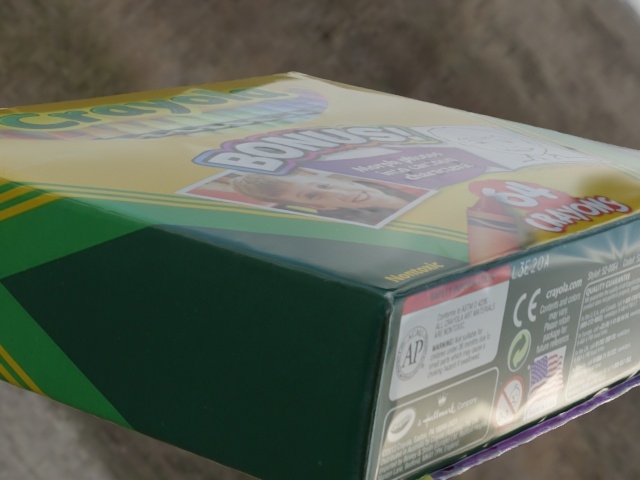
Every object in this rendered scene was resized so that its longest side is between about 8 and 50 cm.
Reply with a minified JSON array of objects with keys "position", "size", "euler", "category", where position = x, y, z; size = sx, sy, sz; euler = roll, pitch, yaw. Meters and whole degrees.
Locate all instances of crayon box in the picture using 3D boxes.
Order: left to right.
[{"position":[0.000,0.000,0.890],"size":[0.313,0.106,0.363],"euler":[17,18,32],"category":"crayon box"}]
